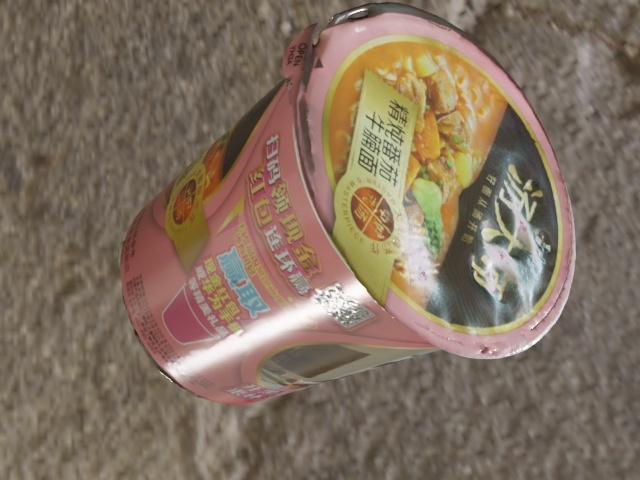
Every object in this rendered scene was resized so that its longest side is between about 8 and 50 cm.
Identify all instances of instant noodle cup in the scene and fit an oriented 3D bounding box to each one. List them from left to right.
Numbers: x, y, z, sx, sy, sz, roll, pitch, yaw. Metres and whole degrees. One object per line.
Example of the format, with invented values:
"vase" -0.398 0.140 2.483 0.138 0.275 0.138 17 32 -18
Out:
"instant noodle cup" 0.000 0.000 1.267 0.244 0.244 0.255 37 140 -24
